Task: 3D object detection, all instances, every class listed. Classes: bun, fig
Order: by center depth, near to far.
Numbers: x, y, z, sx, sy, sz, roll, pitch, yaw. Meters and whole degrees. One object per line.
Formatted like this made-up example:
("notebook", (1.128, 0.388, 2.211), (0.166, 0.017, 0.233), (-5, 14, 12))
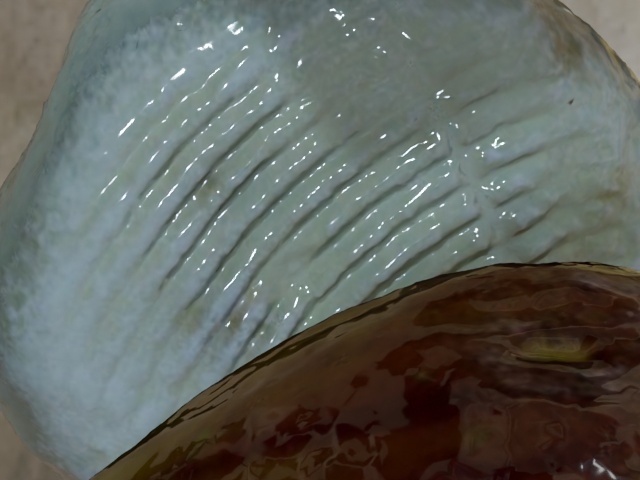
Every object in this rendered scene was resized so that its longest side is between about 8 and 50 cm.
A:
("fig", (-0.013, 0.099, 0.428), (0.170, 0.274, 0.145), (-91, 165, -53))
("bun", (0.004, 0.004, 0.907), (0.194, 0.354, 0.354), (-115, -166, -68))
